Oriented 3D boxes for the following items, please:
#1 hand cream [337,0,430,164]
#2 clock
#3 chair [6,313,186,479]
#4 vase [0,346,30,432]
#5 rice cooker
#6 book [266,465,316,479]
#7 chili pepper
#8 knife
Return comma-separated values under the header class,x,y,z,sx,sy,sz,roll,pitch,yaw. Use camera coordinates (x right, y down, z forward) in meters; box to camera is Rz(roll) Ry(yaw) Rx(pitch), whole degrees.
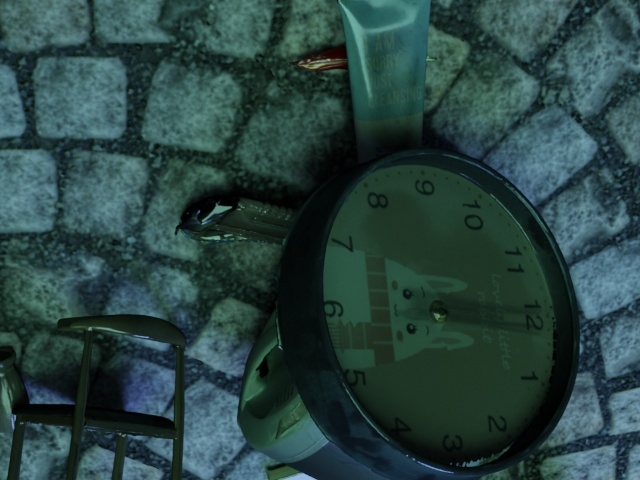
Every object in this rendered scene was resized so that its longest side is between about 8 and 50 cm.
class,x,y,z,sx,sy,sz,roll,pitch,yaw
hand cream,0.083,-0.153,1.488,0.111,0.070,0.312,-10,126,-8
clock,0.130,0.080,1.417,0.386,0.386,0.076,29,152,-23
chair,-0.271,0.231,1.576,0.188,0.166,0.272,16,75,-39
vase,-0.399,0.188,1.606,0.053,0.053,0.100,-8,114,-7
rice cooker,0.052,0.173,1.559,0.277,0.288,0.288,29,109,-21
book,0.049,0.415,1.822,0.201,0.026,0.289,-18,119,-4
chili pepper,0.049,-0.213,1.491,0.178,0.027,0.045,-7,131,-7
knife,0.000,-0.006,1.588,0.365,0.043,0.089,10,148,-18
